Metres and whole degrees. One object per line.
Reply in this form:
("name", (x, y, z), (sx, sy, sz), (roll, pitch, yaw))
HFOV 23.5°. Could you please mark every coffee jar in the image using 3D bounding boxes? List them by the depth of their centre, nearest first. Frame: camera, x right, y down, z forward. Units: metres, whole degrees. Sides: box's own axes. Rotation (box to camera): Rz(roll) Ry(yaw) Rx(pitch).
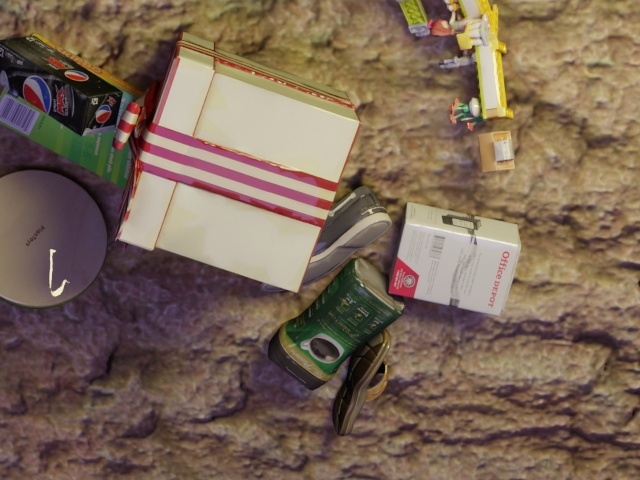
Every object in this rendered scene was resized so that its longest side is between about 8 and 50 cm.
("coffee jar", (0.018, 0.113, 2.034), (0.096, 0.079, 0.184), (39, 114, -17))

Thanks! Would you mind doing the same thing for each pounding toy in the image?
("pounding toy", (-0.399, 0.019, 2.006), (0.237, 0.110, 0.183), (-23, 83, -21))

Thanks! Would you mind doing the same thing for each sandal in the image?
("sandal", (0.064, 0.191, 2.079), (0.049, 0.072, 0.180), (11, 120, -17))

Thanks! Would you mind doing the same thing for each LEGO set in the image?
("LEGO set", (0.157, -0.216, 1.831), (0.107, 0.132, 0.287), (-6, 123, 19))

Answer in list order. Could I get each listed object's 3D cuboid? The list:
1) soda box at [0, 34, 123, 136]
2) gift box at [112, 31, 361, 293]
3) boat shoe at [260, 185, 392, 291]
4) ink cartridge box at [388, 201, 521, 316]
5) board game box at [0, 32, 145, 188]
("soda box", (-0.316, -0.186, 1.843), (0.169, 0.060, 0.053), (32, 120, 30))
("gift box", (-0.121, -0.081, 1.819), (0.258, 0.255, 0.276), (20, 98, -8))
("boat shoe", (0.000, 0.000, 2.001), (0.206, 0.075, 0.065), (-32, 67, 26))
("ink cartridge box", (0.172, 0.024, 1.980), (0.151, 0.063, 0.109), (12, 118, -1))
("board game box", (-0.276, -0.148, 1.954), (0.259, 0.039, 0.124), (29, 114, -6))
